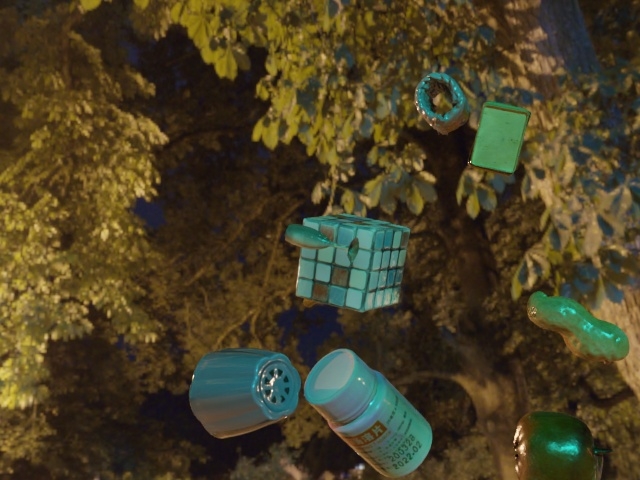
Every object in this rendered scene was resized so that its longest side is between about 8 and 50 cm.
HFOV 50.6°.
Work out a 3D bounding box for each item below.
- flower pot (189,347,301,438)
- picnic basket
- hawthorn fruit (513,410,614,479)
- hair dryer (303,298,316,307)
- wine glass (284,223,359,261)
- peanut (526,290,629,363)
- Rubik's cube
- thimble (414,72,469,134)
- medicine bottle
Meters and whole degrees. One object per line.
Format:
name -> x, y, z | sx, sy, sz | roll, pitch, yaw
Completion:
flower pot -> -0.198, 0.417, 1.921 | 0.265, 0.265, 0.243 | 17, -27, -41
picnic basket -> 0.428, -0.245, 1.627 | 0.115, 0.164, 0.079 | 15, 10, 9
hawthorn fruit -> 0.761, 0.676, 2.124 | 0.300, 0.268, 0.268 | -4, -21, 22
hair dryer -> 0.027, 0.168, 2.474 | 0.090, 0.135, 0.278 | -6, -20, -44
wine glass -> 0.000, 0.000, 1.736 | 0.198, 0.066, 0.066 | 16, -12, 28
peanut -> 0.634, 0.214, 1.676 | 0.263, 0.117, 0.101 | 36, -3, 14
Rubik's cube -> 0.101, 0.064, 2.098 | 0.253, 0.259, 0.256 | 11, 9, 31
thimble -> 0.334, -0.378, 1.863 | 0.127, 0.151, 0.118 | -38, -21, 16
medicine bottle -> 0.143, 0.509, 1.997 | 0.219, 0.219, 0.388 | -21, -57, 35
